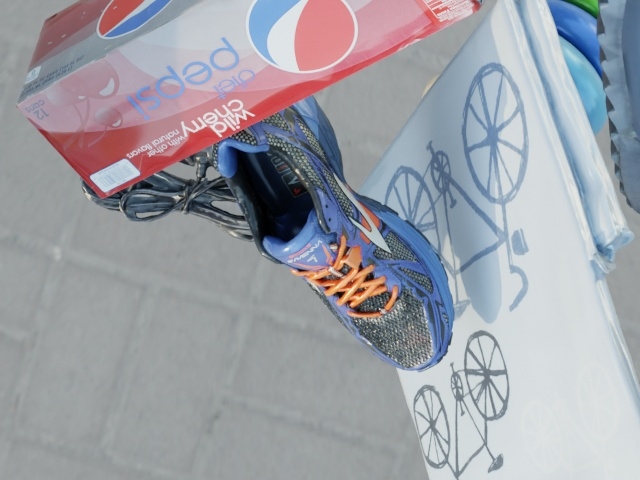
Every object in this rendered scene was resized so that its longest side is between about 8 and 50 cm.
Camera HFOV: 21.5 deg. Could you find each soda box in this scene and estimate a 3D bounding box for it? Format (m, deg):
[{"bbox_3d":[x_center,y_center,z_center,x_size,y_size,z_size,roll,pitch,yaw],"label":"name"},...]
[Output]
[{"bbox_3d":[-0.039,-0.126,0.937,0.263,0.092,0.083,-24,124,24],"label":"soda box"}]

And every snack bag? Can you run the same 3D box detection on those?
[{"bbox_3d":[0.119,0.055,1.094,0.037,0.323,0.342,-8,70,-21],"label":"snack bag"}]

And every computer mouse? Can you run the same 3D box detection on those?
[{"bbox_3d":[-0.108,-0.143,1.483,0.188,0.072,0.272,12,117,6],"label":"computer mouse"}]

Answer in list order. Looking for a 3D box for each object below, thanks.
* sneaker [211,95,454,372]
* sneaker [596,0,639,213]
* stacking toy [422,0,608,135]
[{"bbox_3d":[0.000,0.000,1.043,0.083,0.087,0.221,-34,103,28],"label":"sneaker"},{"bbox_3d":[0.147,-0.123,0.479,0.131,0.112,0.319,5,138,12],"label":"sneaker"},{"bbox_3d":[0.239,-0.187,1.435,0.141,0.141,0.330,47,72,-11],"label":"stacking toy"}]
